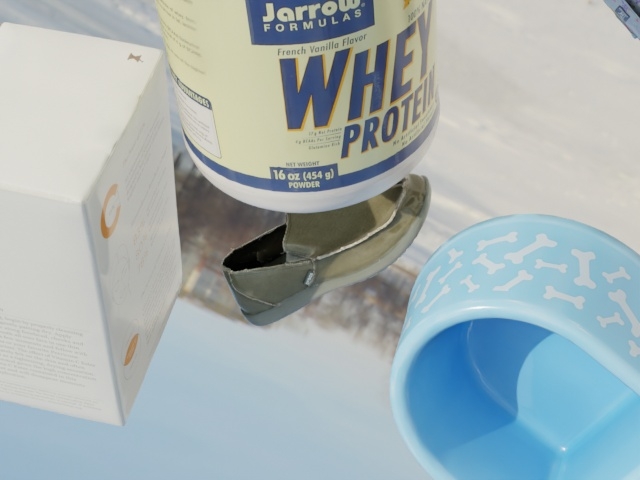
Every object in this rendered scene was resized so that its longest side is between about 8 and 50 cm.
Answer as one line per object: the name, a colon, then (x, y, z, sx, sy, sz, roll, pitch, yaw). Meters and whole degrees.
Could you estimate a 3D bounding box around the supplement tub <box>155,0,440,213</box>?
supplement tub: (-0.021, -0.210, 0.939, 0.235, 0.235, 0.325, 28, 144, 30)

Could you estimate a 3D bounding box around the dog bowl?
dog bowl: (0.162, 0.117, 0.607, 0.297, 0.166, 0.074, 40, -142, 4)

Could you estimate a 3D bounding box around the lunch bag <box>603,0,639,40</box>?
lunch bag: (0.293, -0.221, 1.022, 0.071, 0.053, 0.083, 52, 145, 1)

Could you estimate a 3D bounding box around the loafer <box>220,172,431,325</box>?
loafer: (0.000, 0.000, 1.162, 0.087, 0.251, 0.094, 45, -157, -29)

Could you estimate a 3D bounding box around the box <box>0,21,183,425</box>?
box: (-0.255, -0.008, 1.147, 0.168, 0.215, 0.345, 11, 138, 7)
